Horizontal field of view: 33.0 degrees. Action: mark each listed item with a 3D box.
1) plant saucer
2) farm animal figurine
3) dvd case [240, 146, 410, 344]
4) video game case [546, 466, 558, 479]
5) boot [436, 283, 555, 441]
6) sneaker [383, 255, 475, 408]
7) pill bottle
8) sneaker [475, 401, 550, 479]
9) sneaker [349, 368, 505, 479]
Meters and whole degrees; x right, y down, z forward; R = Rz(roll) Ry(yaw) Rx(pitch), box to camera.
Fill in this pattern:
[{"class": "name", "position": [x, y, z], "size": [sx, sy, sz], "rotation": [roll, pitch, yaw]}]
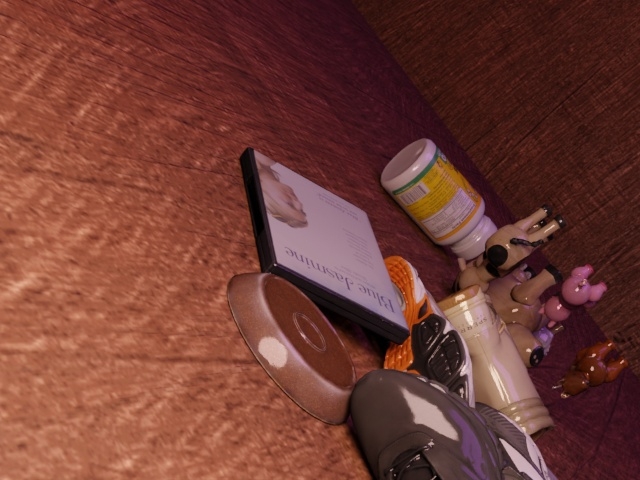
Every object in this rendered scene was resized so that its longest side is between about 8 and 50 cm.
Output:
[{"class": "plant saucer", "position": [-0.018, 0.091, 0.991], "size": [0.168, 0.029, 0.168], "rotation": [47, 16, -18]}, {"class": "farm animal figurine", "position": [0.294, 0.099, 1.636], "size": [0.330, 0.172, 0.327], "rotation": [60, -8, -21]}, {"class": "dvd case", "position": [0.000, 0.000, 1.199], "size": [0.180, 0.022, 0.253], "rotation": [29, 24, -25]}, {"class": "video game case", "position": [0.306, 0.365, 1.308], "size": [0.206, 0.026, 0.227], "rotation": [48, 14, -12]}, {"class": "boot", "position": [0.219, 0.169, 1.391], "size": [0.204, 0.095, 0.262], "rotation": [64, 2, 12]}, {"class": "sneaker", "position": [0.126, 0.130, 1.207], "size": [0.121, 0.099, 0.262], "rotation": [45, 16, -37]}, {"class": "pill bottle", "position": [0.210, -0.066, 1.874], "size": [0.208, 0.117, 0.118], "rotation": [46, 15, -18]}, {"class": "sneaker", "position": [0.200, 0.262, 1.133], "size": [0.106, 0.078, 0.234], "rotation": [34, 24, -54]}, {"class": "sneaker", "position": [0.111, 0.229, 0.903], "size": [0.286, 0.109, 0.130], "rotation": [55, 19, 19]}]
